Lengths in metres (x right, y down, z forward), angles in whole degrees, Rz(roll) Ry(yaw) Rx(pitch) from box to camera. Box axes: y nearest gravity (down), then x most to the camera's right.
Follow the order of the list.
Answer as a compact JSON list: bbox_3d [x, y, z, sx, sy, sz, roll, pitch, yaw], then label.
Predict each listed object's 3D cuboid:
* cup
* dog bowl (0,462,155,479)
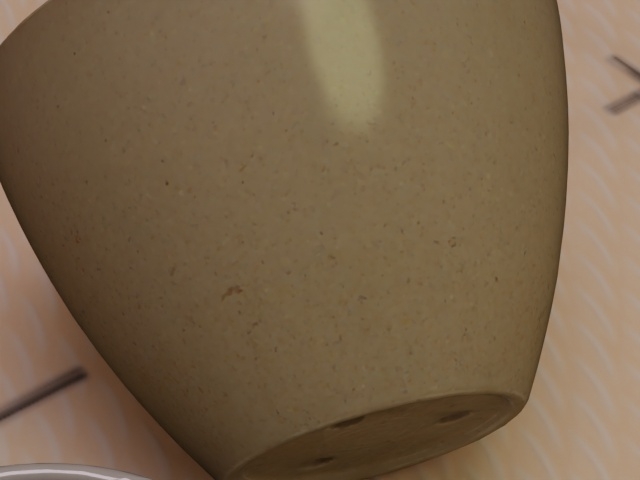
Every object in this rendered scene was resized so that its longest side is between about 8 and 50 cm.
[{"bbox_3d":[0.000,0.000,1.016,0.331,0.331,0.237,-11,70,-15],"label":"cup"},{"bbox_3d":[-0.132,0.235,0.870,0.265,0.104,0.265,2,43,-1],"label":"dog bowl"}]
